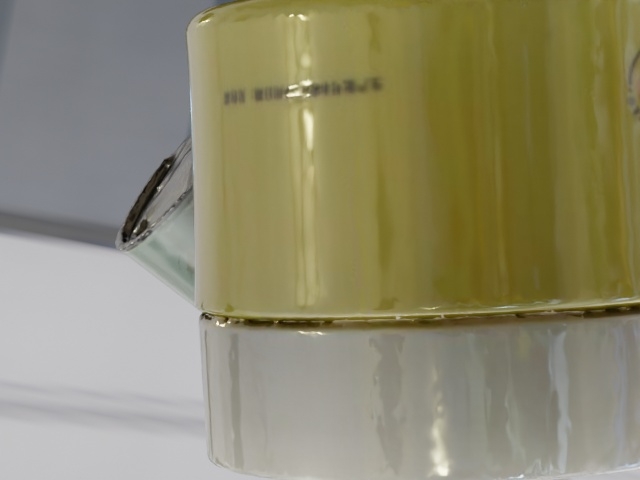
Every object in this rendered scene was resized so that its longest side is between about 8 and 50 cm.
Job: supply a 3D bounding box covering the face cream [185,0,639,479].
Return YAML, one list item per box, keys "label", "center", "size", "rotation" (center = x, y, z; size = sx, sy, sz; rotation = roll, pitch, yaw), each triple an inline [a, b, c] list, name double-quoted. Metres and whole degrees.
- label: "face cream"
  center: [0.057, -0.007, 0.802]
  size: [0.218, 0.179, 0.218]
  rotation: [-3, -178, 0]

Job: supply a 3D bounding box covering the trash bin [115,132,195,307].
- label: "trash bin"
  center: [0.000, 0.000, 1.632]
  size: [0.262, 0.277, 0.217]
  rotation: [38, -165, -12]
